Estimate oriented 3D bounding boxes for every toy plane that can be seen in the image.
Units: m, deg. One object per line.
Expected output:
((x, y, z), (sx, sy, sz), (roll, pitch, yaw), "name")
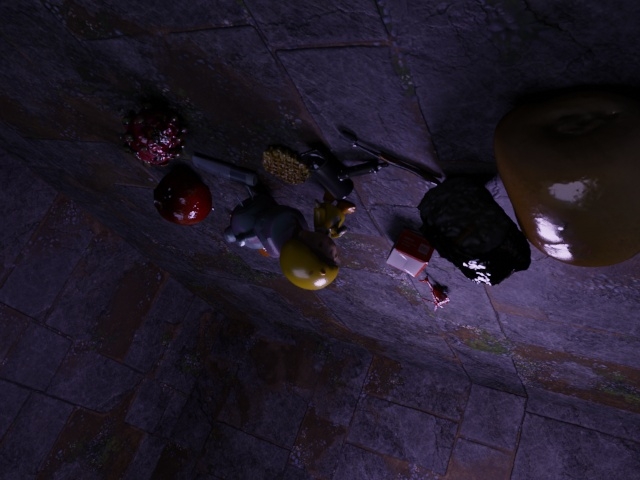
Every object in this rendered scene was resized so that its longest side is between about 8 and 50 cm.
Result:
((0.457, 0.206, 2.244), (0.194, 0.077, 0.126), (38, 151, -16), "toy plane")

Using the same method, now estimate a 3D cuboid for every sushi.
((0.401, -0.022, 1.463), (0.171, 0.211, 0.350), (49, -177, -38), "sushi")

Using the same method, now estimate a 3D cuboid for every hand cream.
((-0.350, -0.253, 2.006), (0.255, 0.048, 0.079), (19, 154, 14), "hand cream")

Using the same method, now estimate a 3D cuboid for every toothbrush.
((0.198, -0.227, 1.562), (0.321, 0.023, 0.031), (26, 161, -6), "toothbrush")

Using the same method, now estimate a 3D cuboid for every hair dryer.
((0.086, -0.223, 1.644), (0.248, 0.078, 0.195), (-9, 142, 37), "hair dryer")

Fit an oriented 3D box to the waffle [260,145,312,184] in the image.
((-0.111, -0.242, 1.806), (0.191, 0.038, 0.191), (20, 158, 8), "waffle")

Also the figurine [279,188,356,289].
((0.000, 0.000, 1.851), (0.215, 0.343, 0.187), (38, 159, -27), "figurine")

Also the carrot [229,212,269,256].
((-0.305, -0.017, 2.481), (0.069, 0.069, 0.336), (1, 147, 43), "carrot")

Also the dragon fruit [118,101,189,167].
((-0.540, -0.331, 1.833), (0.198, 0.218, 0.273), (55, 176, 24), "dragon fruit")

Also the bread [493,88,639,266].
((0.560, -0.110, 1.181), (0.348, 0.253, 0.376), (4, 153, 31), "bread")

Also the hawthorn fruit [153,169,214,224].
((-0.529, -0.154, 2.210), (0.230, 0.210, 0.266), (1, 164, 32), "hawthorn fruit")

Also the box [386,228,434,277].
((0.321, 0.042, 1.965), (0.133, 0.099, 0.182), (24, 160, 6), "box")

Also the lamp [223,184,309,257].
((-0.208, -0.076, 1.979), (0.301, 0.247, 0.247), (15, 141, 53), "lamp")
